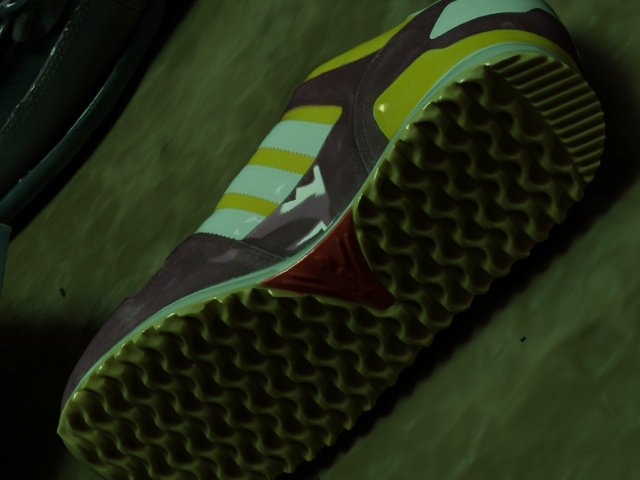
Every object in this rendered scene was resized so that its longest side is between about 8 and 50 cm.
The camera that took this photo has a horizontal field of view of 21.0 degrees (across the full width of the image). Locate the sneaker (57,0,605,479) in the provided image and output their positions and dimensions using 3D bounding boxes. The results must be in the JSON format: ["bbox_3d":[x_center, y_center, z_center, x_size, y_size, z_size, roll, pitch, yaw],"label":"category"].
[{"bbox_3d":[0.000,0.000,0.496,0.185,0.069,0.084,-38,26,16],"label":"sneaker"}]

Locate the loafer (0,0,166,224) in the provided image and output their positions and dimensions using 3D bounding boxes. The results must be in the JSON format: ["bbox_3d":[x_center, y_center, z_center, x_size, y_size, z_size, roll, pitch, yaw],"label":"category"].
[{"bbox_3d":[-0.106,-0.130,0.723,0.302,0.095,0.109,-50,32,8],"label":"loafer"}]

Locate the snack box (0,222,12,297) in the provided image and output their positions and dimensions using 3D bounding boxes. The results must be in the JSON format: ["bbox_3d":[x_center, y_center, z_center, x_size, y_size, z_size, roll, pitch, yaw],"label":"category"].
[{"bbox_3d":[-0.200,0.076,0.639,0.207,0.070,0.175,-5,77,54],"label":"snack box"}]
